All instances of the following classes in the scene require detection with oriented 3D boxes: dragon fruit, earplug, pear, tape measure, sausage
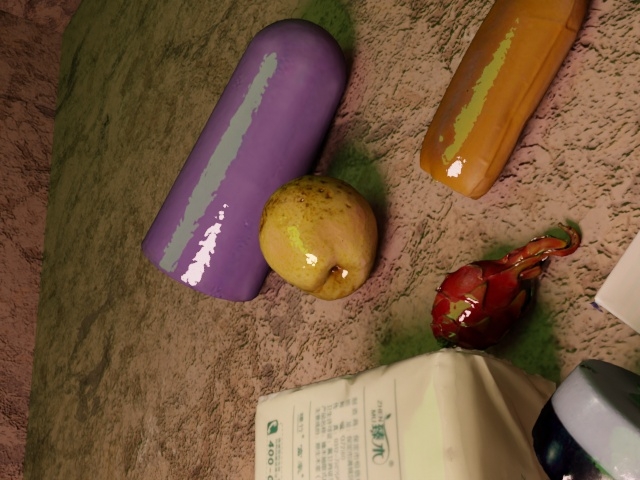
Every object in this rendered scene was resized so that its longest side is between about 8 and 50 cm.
[{"bbox_3d":[0.199,0.049,0.780,0.190,0.094,0.094,-43,42,6],"label":"dragon fruit"},{"bbox_3d":[-0.104,-0.139,1.161,0.215,0.215,0.455,41,108,52],"label":"earplug"},{"bbox_3d":[0.000,0.000,0.986,0.178,0.178,0.178,-24,59,48],"label":"pear"},{"bbox_3d":[0.261,0.172,0.548,0.107,0.181,0.182,-59,37,16],"label":"tape measure"},{"bbox_3d":[0.220,-0.205,0.818,0.112,0.112,0.328,42,109,52],"label":"sausage"}]

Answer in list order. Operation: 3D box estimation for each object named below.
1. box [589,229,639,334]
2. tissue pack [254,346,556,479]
[{"bbox_3d":[0.353,0.070,0.547,0.135,0.079,0.269,-62,37,17],"label":"box"},{"bbox_3d":[0.088,0.321,0.681,0.297,0.207,0.380,-23,57,40],"label":"tissue pack"}]
